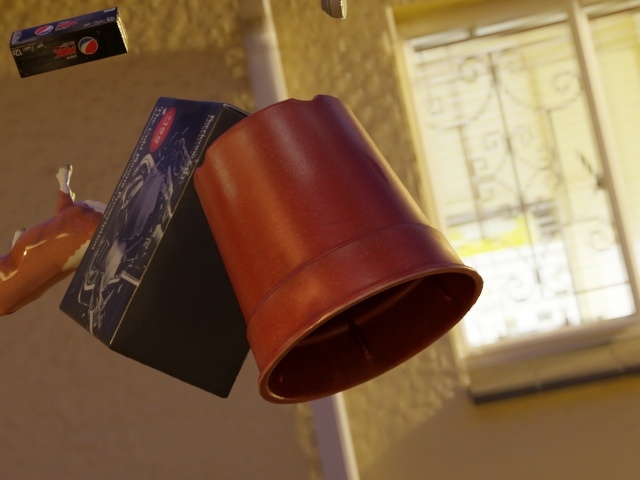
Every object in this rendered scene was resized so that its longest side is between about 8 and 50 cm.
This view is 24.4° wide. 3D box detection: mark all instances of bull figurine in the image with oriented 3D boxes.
[{"bbox_3d":[-0.422,-0.002,2.367,0.310,0.188,0.101,-31,-41,3],"label":"bull figurine"}]

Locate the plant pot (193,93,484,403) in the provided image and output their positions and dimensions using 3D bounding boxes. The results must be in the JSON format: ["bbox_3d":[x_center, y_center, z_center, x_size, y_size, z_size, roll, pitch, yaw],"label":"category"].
[{"bbox_3d":[0.000,0.000,1.650,0.272,0.265,0.272,-24,-23,-11],"label":"plant pot"}]

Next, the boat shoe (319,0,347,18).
[{"bbox_3d":[-0.003,-0.386,2.150,0.081,0.079,0.227,-5,35,1],"label":"boat shoe"}]

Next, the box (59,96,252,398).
[{"bbox_3d":[-0.173,-0.004,1.986,0.179,0.343,0.312,26,-4,-23],"label":"box"}]

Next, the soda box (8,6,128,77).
[{"bbox_3d":[-0.377,-0.297,2.221,0.168,0.060,0.053,-13,34,3],"label":"soda box"}]
